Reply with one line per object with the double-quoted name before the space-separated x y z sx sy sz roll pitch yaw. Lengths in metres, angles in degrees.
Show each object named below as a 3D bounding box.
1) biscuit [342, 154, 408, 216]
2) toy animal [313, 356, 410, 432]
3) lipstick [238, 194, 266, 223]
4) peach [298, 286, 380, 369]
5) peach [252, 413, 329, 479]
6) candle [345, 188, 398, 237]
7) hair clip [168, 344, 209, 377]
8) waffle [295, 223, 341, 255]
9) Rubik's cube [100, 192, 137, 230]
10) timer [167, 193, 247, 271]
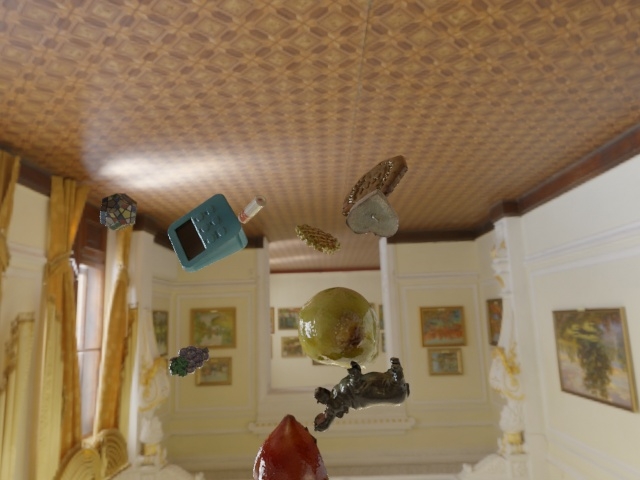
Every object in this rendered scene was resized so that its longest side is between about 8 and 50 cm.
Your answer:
"biscuit" 0.226 -0.235 1.985 0.046 0.359 0.359 44 149 -21
"toy animal" 0.109 0.475 1.464 0.343 0.168 0.106 -24 -177 12
"lipstick" -0.214 -0.095 1.446 0.038 0.038 0.130 4 155 -34
"peach" 0.069 0.308 1.650 0.314 0.282 0.315 15 175 14
"peach" -0.119 0.798 1.596 0.201 0.362 0.257 -2 158 -39
"candle" 0.195 -0.100 1.695 0.192 0.169 0.068 10 -156 5
"hair clip" -0.607 0.549 2.137 0.195 0.124 0.052 -31 172 -27
"waffle" -0.001 0.001 2.146 0.249 0.056 0.253 23 -166 -23
"Rubik's cube" -0.569 -0.081 1.311 0.111 0.111 0.093 -3 153 4
"timer" -0.413 -0.028 1.662 0.250 0.232 0.091 -29 146 -11
